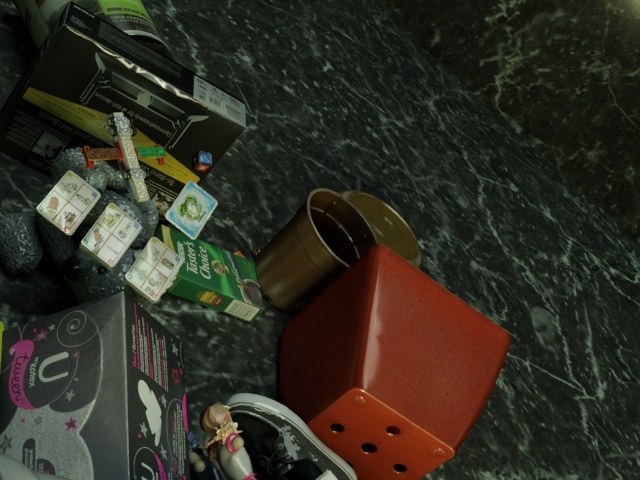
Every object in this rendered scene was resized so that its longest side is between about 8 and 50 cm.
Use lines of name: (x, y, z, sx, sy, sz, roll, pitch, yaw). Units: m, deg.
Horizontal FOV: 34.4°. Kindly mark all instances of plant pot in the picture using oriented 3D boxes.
plant pot: (0.122, -0.022, 2.123, 0.236, 0.032, 0.236, 31, 29, -20)
plant pot: (-0.015, 0.026, 1.720, 0.167, 0.165, 0.167, 35, 34, -28)
plant pot: (0.089, 0.219, 1.526, 0.267, 0.267, 0.236, 35, 40, -14)

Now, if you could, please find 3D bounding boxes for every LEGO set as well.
LEGO set: (-0.234, -0.055, 1.319, 0.182, 0.060, 0.244, 39, 48, -14)

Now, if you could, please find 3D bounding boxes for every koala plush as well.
koala plush: (-0.283, 0.028, 1.374, 0.203, 0.196, 0.221, 24, 28, -50)

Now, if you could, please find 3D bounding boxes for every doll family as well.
doll family: (-0.144, 0.266, 1.231, 0.163, 0.118, 0.263, 61, -12, 5)

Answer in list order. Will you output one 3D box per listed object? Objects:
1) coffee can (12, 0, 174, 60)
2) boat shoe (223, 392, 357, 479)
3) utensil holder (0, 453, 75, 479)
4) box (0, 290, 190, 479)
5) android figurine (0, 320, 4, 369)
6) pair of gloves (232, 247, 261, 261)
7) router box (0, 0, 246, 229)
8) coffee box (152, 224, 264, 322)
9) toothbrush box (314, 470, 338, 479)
coffee can: (-0.392, -0.362, 1.764, 0.201, 0.201, 0.275, 7, 44, -48)
boat shoe: (-0.044, 0.300, 1.416, 0.228, 0.080, 0.076, 43, 25, -14)
utensil holder: (-0.165, 0.379, 0.880, 0.385, 0.327, 0.327, 24, 33, -34)
box: (-0.243, 0.205, 1.102, 0.142, 0.163, 0.247, 55, 21, -51)
android figurine: (-0.428, 0.149, 1.153, 0.273, 0.056, 0.248, 19, 36, -40)
pair of gloves: (-0.106, 0.042, 1.762, 0.074, 0.010, 0.083, 52, 30, 17)
router box: (-0.305, -0.178, 1.570, 0.309, 0.243, 0.081, 29, 30, -25)
coffee box: (-0.178, 0.053, 1.622, 0.184, 0.040, 0.113, 24, 33, -31)
toothbrush box: (0.014, 0.438, 1.146, 0.283, 0.206, 0.122, 47, 28, 11)
